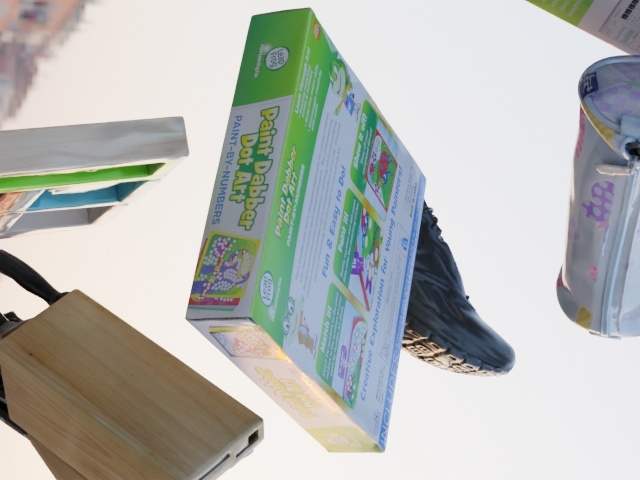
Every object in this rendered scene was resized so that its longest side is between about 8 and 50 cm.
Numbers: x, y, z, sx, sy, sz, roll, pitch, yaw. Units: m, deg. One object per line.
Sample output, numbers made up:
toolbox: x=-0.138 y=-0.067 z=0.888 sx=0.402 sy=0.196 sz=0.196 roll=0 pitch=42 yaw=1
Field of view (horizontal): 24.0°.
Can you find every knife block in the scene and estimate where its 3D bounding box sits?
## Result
knife block: x=-0.197 y=0.099 z=1.204 sx=0.276 sy=0.088 sz=0.242 roll=-19 pitch=-74 yaw=55

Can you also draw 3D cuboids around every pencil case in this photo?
pencil case: x=0.276 y=-0.034 z=1.342 sx=0.273 sy=0.114 sz=0.124 roll=88 pitch=2 yaw=-47

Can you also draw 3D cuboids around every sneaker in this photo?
sneaker: x=0.088 y=0.029 z=1.441 sx=0.130 sy=0.286 sz=0.109 roll=-58 pitch=-160 yaw=-15

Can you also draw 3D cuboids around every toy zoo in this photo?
toy zoo: x=-0.227 y=-0.032 z=1.084 sx=0.293 sy=0.192 sz=0.030 roll=154 pitch=-72 yaw=-65

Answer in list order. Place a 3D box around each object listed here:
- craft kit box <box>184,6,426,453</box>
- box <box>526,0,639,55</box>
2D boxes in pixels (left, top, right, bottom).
craft kit box: x=0.000 y=0.000 z=1.118 sx=0.246 sy=0.061 sz=0.249 roll=54 pitch=40 yaw=-53
box: x=0.339 y=-0.216 z=1.245 sx=0.058 sy=0.322 sz=0.232 roll=-63 pitch=-179 yaw=-29
